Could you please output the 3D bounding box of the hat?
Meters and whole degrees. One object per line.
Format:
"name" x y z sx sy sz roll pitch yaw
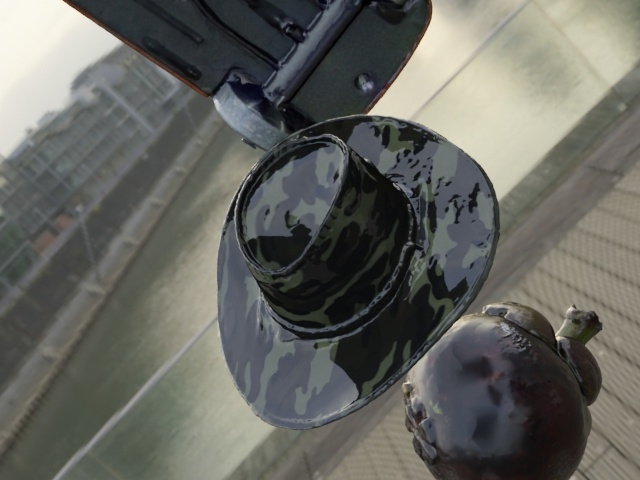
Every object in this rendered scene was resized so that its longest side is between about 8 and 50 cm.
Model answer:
"hat" 0.000 0.000 0.329 0.121 0.050 0.121 -16 53 23

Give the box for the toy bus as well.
"toy bus" -0.093 -0.197 0.613 0.143 0.329 0.153 -50 21 20

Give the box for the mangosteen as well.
"mangosteen" 0.160 0.141 0.842 0.172 0.184 0.173 -18 70 61
